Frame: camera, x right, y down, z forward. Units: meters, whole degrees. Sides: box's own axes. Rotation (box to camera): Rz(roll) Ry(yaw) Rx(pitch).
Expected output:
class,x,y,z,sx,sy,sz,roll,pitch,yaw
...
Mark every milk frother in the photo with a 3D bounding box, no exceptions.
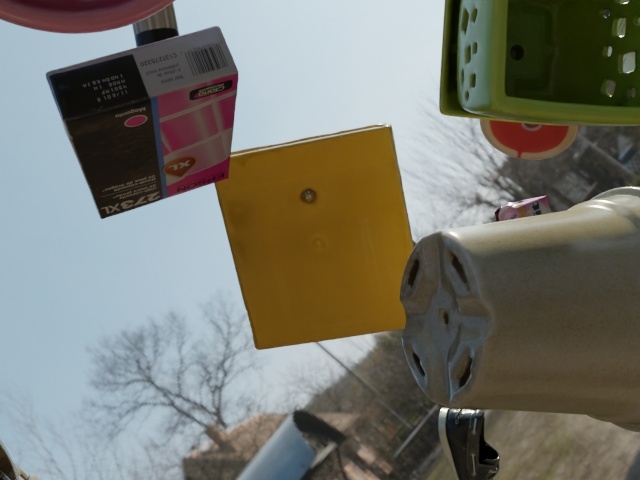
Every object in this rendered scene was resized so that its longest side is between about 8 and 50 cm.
class,x,y,z,sx,sy,sz,roll,pitch,yaw
milk frother,-0.323,-0.362,1.322,0.143,0.134,0.129,-12,2,-32

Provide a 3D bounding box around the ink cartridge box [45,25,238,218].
class,x,y,z,sx,sy,sz,roll,pitch,yaw
ink cartridge box,-0.196,-0.110,0.893,0.176,0.069,0.371,-20,-11,-14

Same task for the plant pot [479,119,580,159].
class,x,y,z,sx,sy,sz,roll,pitch,yaw
plant pot,0.450,-0.319,1.582,0.275,0.275,0.243,112,179,-54

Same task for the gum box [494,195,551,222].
class,x,y,z,sx,sy,sz,roll,pitch,yaw
gum box,0.434,0.004,1.563,0.107,0.188,0.062,-20,5,-38

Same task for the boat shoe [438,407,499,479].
class,x,y,z,sx,sy,sz,roll,pitch,yaw
boat shoe,0.259,0.376,1.250,0.079,0.233,0.084,-11,23,19

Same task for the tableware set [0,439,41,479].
class,x,y,z,sx,sy,sz,roll,pitch,yaw
tableware set,-0.296,0.249,0.755,0.039,0.128,0.194,-25,-37,-13

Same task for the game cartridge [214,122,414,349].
class,x,y,z,sx,sy,sz,roll,pitch,yaw
game cartridge,0.000,0.000,1.187,0.285,0.323,0.052,-9,16,9

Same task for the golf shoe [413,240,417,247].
class,x,y,z,sx,sy,sz,roll,pitch,yaw
golf shoe,0.138,0.034,1.509,0.176,0.069,0.086,15,-49,-33

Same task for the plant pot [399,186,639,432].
class,x,y,z,sx,sy,sz,roll,pitch,yaw
plant pot,0.283,0.095,0.991,0.305,0.333,0.334,-1,-35,-19

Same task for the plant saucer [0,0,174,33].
class,x,y,z,sx,sy,sz,roll,pitch,yaw
plant saucer,-0.239,-0.359,0.681,0.332,0.332,0.084,-50,29,-1

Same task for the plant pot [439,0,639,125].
class,x,y,z,sx,sy,sz,roll,pitch,yaw
plant pot,0.268,-0.249,0.918,0.207,0.227,0.228,-170,82,-76

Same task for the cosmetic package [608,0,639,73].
class,x,y,z,sx,sy,sz,roll,pitch,yaw
cosmetic package,0.529,-0.214,0.984,0.160,0.309,0.113,-29,-20,-5
